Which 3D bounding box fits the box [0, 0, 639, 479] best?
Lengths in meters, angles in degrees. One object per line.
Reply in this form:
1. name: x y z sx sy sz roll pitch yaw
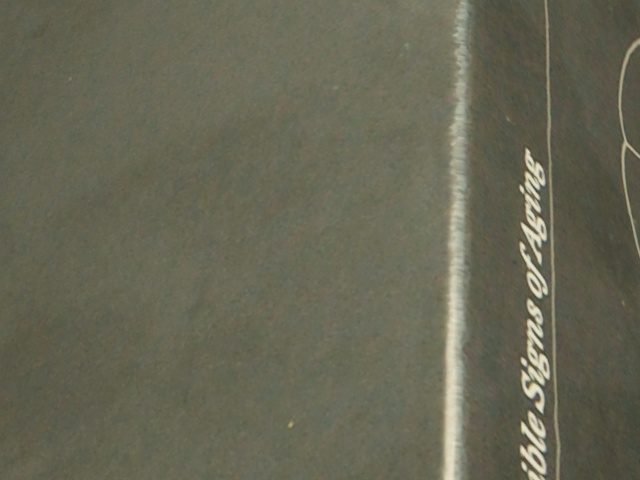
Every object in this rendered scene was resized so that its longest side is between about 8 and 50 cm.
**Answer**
1. box: 0.073 0.142 0.746 0.472 0.297 0.480 40 42 -39
